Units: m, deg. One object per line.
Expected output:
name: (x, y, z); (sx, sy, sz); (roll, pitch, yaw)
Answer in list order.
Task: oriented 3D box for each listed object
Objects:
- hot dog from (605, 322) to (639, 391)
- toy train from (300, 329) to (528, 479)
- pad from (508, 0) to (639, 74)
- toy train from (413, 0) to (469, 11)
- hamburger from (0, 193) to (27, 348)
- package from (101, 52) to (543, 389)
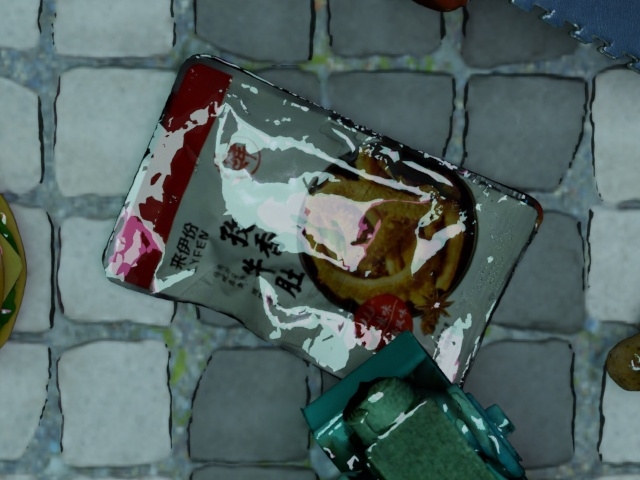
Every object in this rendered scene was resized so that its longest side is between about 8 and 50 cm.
hot dog: (0.242, 0.062, 1.149); (0.140, 0.060, 0.090); (4, 88, 4)
toy train: (0.074, 0.146, 1.098); (0.107, 0.154, 0.198); (-38, 108, 1)
pad: (0.160, -0.247, 1.028); (0.269, 0.012, 0.269); (28, 102, -17)
toy train: (0.057, -0.286, 1.090); (0.231, 0.163, 0.369); (38, 93, -13)
hamburger: (-0.254, 0.019, 1.122); (0.162, 0.115, 0.162); (0, 92, 2)
package: (0.000, 0.000, 1.161); (0.239, 0.030, 0.154); (24, 96, -3)
